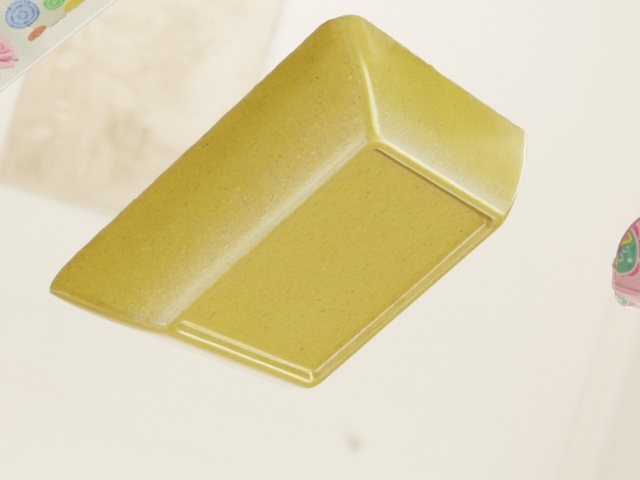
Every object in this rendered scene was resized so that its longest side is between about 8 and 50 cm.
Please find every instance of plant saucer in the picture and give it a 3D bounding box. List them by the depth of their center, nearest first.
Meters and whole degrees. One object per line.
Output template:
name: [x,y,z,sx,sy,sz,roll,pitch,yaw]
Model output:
plant saucer: [0.000,0.000,1.630,0.333,0.333,0.081,-42,-121,14]

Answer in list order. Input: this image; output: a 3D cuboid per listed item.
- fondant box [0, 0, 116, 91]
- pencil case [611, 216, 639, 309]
fondant box: [-0.288,-0.151,1.097,0.330,0.238,0.096,-41,-166,-17]
pencil case: [0.427,0.071,2.008,0.284,0.124,0.124,33,-67,38]
